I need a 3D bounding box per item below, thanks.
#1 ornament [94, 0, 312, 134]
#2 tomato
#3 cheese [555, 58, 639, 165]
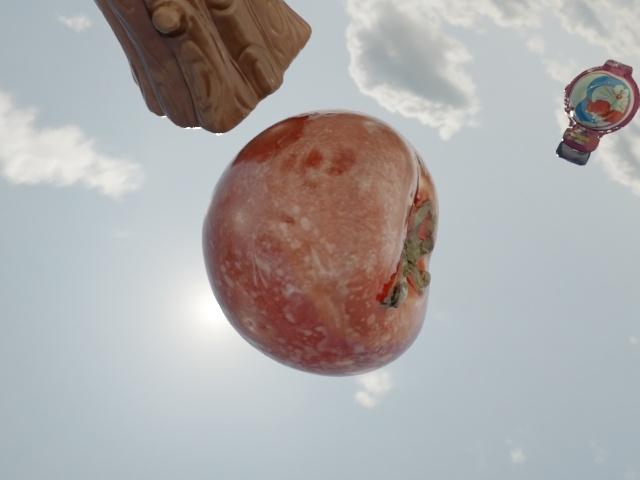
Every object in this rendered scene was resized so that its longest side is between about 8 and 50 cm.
[{"bbox_3d":[-0.151,-0.267,0.696,0.217,0.236,0.221,64,-159,-50],"label":"ornament"},{"bbox_3d":[0.000,0.000,0.640,0.270,0.227,0.270,5,-90,-67],"label":"tomato"},{"bbox_3d":[0.365,-0.169,0.837,0.095,0.145,0.038,28,-145,17],"label":"cheese"}]
